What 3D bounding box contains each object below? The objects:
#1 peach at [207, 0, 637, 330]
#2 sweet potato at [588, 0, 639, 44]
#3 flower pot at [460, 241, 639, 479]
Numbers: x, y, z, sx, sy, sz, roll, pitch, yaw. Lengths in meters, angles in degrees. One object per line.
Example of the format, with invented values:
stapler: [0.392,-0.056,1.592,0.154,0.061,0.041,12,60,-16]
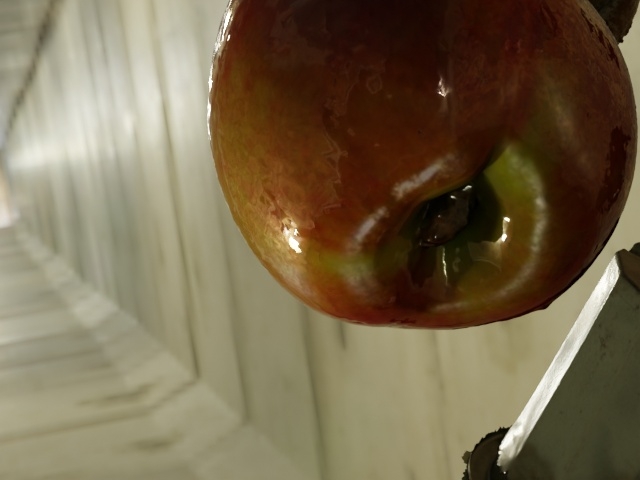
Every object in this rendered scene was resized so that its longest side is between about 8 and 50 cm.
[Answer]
peach: [0.053,-0.096,1.032,0.248,0.245,0.275,-9,-140,-11]
sweet potato: [0.274,-0.247,1.876,0.124,0.310,0.098,33,-177,-23]
flower pot: [0.296,0.158,1.516,0.290,0.259,0.290,18,-156,-8]
